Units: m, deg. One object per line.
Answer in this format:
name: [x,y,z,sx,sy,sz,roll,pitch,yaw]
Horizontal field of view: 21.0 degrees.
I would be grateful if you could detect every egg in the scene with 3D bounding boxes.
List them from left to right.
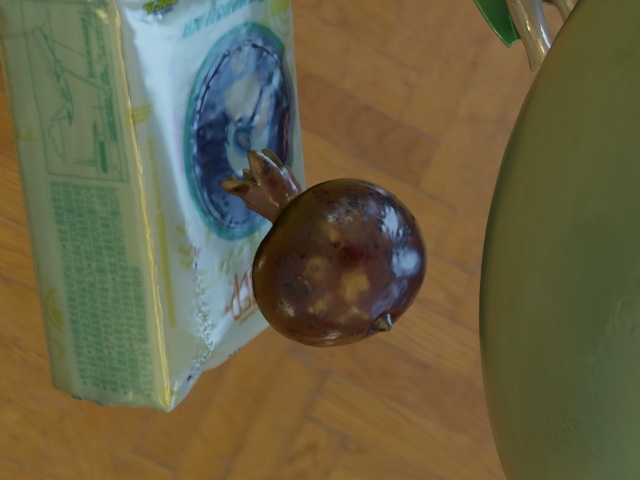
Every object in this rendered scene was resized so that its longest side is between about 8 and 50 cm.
egg: [0.214,-0.011,0.708,0.276,0.276,0.389,22,94,-24]

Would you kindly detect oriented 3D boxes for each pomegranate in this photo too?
pomegranate: [0.006,-0.002,1.233,0.129,0.129,0.159,-24,96,-18]

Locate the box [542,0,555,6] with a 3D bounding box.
box: [0.351,-0.230,1.520,0.325,0.180,0.047,-14,116,-43]

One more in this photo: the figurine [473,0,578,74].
figurine: [0.104,-0.182,0.927,0.083,0.083,0.187,-18,85,-19]

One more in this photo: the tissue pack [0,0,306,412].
tissue pack: [-0.141,-0.080,1.578,0.287,0.162,0.388,-37,130,-52]
